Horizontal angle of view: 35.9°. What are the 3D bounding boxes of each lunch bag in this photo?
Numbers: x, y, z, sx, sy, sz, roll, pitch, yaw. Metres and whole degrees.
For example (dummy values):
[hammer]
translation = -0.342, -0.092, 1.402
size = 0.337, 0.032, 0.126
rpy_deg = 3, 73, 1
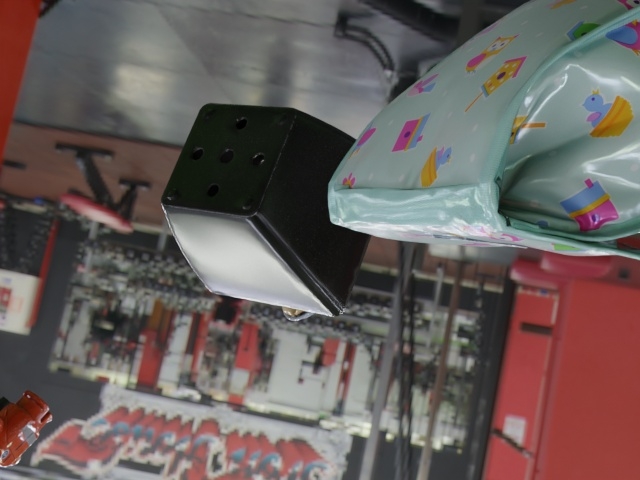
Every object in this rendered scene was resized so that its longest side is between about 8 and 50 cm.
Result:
[lunch bag]
translation = 0.151, -0.072, 0.671
size = 0.262, 0.160, 0.223
rpy_deg = -32, -164, -21

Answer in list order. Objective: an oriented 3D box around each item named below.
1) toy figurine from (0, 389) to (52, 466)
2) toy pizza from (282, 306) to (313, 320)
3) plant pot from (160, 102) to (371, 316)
[toy figurine]
translation = -0.453, 0.198, 1.178
size = 0.213, 0.148, 0.209
rpy_deg = -7, 124, 53
[toy pizza]
translation = 0.000, 0.000, 1.175
size = 0.032, 0.201, 0.201
rpy_deg = 27, 167, -18
[plant pot]
translation = -0.058, -0.047, 1.061
size = 0.188, 0.187, 0.167
rpy_deg = 9, 158, 32
